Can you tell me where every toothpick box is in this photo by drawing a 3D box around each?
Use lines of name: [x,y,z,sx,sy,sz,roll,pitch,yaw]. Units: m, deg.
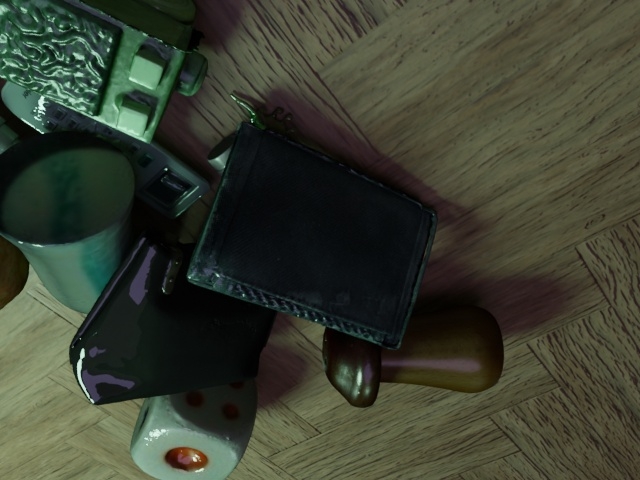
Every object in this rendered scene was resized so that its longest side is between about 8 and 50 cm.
toothpick box: [0.151,0.189,0.954,0.294,0.192,0.192,1,127,-6]

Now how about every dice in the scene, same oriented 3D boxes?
dice: [-0.241,0.341,1.064,0.193,0.192,0.194,23,125,-17]

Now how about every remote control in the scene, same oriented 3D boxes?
remote control: [-0.298,-0.143,0.791,0.103,0.051,0.293,-32,123,32]

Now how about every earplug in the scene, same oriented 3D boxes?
earplug: [-0.360,0.014,0.828,0.185,0.185,0.324,9,146,-6]

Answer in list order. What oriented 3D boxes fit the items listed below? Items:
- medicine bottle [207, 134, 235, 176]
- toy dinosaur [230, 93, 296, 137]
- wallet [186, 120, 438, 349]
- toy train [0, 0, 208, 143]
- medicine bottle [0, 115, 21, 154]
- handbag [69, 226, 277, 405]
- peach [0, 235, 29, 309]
medicine bottle: [-0.117,-0.104,0.812,0.058,0.058,0.091,-28,121,20]
toy dinosaur: [-0.082,-0.166,0.788,0.119,0.029,0.060,28,134,-19]
wallet: [0.000,0.000,0.808,0.342,0.075,0.237,21,82,-22]
toy train: [-0.264,-0.239,0.633,0.271,0.188,0.159,23,125,-18]
medicine bottle: [-0.525,-0.212,0.705,0.110,0.110,0.352,-32,120,22]
handbag: [-0.204,0.104,0.874,0.342,0.152,0.288,2,126,-45]
peach: [-0.521,-0.002,0.802,0.214,0.214,0.236,24,93,-17]
